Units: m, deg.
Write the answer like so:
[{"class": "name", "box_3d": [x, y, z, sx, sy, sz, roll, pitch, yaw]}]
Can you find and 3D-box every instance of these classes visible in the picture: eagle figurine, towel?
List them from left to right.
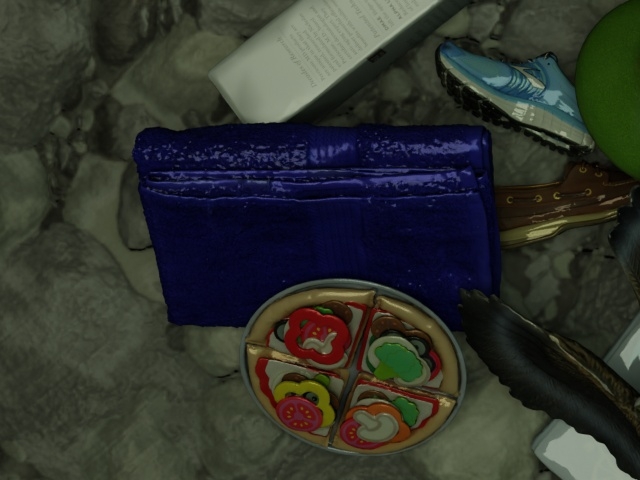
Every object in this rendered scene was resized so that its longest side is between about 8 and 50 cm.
[{"class": "towel", "box_3d": [0.000, 0.000, 1.674, 0.308, 0.076, 0.228, 1, 132, 11]}, {"class": "eagle figurine", "box_3d": [0.277, 0.128, 1.599, 0.226, 0.225, 0.298, -16, 64, -19]}]

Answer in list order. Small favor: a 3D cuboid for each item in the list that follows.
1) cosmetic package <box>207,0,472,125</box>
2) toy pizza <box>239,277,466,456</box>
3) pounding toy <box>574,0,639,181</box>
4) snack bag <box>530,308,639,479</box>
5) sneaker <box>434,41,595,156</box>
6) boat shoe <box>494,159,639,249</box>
[{"class": "cosmetic package", "box_3d": [0.024, -0.181, 1.699, 0.231, 0.117, 0.085, -39, 84, 10]}, {"class": "toy pizza", "box_3d": [0.026, 0.118, 1.701, 0.201, 0.032, 0.201, 6, 127, 7]}, {"class": "pounding toy", "box_3d": [0.334, -0.126, 1.614, 0.237, 0.110, 0.183, 33, 68, 3]}, {"class": "snack bag", "box_3d": [0.396, 0.168, 1.688, 0.342, 0.037, 0.323, 37, 97, 10]}, {"class": "sneaker", "box_3d": [0.176, -0.136, 1.712, 0.162, 0.063, 0.073, 26, 79, 4]}, {"class": "boat shoe", "box_3d": [0.230, -0.042, 1.694, 0.178, 0.064, 0.060, -16, 90, 12]}]
